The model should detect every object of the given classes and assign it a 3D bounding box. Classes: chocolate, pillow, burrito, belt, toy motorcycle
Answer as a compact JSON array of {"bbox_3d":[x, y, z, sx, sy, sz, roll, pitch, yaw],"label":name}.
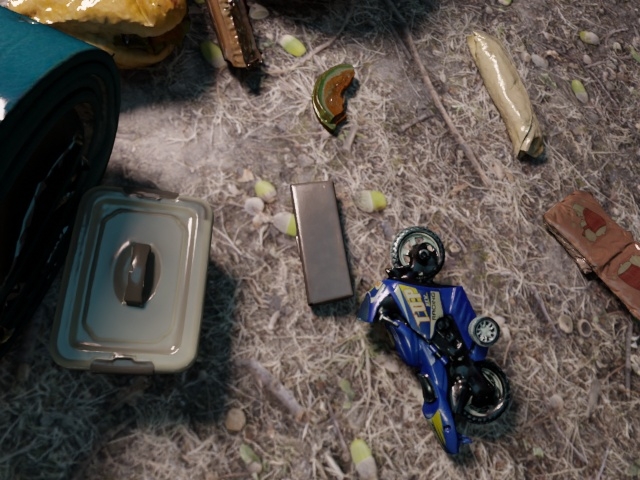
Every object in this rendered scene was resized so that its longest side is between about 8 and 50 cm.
[{"bbox_3d":[-0.169,-0.424,0.722,0.065,0.102,0.330,-15,113,7],"label":"chocolate"},{"bbox_3d":[0.514,0.022,0.851,0.135,0.049,0.248,-35,80,-23],"label":"pillow"},{"bbox_3d":[0.354,-0.283,0.905,0.082,0.059,0.276,-7,74,-32],"label":"burrito"},{"bbox_3d":[-0.373,-0.040,0.495,0.172,0.300,0.437,18,72,-8],"label":"belt"},{"bbox_3d":[0.155,0.142,0.685,0.168,0.113,0.316,-24,88,-10],"label":"toy motorcycle"}]

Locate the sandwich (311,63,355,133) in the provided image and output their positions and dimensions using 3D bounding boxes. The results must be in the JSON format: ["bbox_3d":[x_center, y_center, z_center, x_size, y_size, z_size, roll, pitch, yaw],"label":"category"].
[{"bbox_3d":[0.020,-0.251,0.820,0.067,0.029,0.135,12,70,-10],"label":"sandwich"}]

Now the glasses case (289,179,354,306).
[{"bbox_3d":[0.000,0.002,0.723,0.071,0.042,0.191,-7,74,-10],"label":"glasses case"}]

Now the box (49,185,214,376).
[{"bbox_3d":[-0.227,0.053,0.598,0.162,0.130,0.227,6,71,-13],"label":"box"}]

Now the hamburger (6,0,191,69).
[{"bbox_3d":[-0.293,-0.364,0.705,0.208,0.162,0.330,16,66,-12],"label":"hamburger"}]
